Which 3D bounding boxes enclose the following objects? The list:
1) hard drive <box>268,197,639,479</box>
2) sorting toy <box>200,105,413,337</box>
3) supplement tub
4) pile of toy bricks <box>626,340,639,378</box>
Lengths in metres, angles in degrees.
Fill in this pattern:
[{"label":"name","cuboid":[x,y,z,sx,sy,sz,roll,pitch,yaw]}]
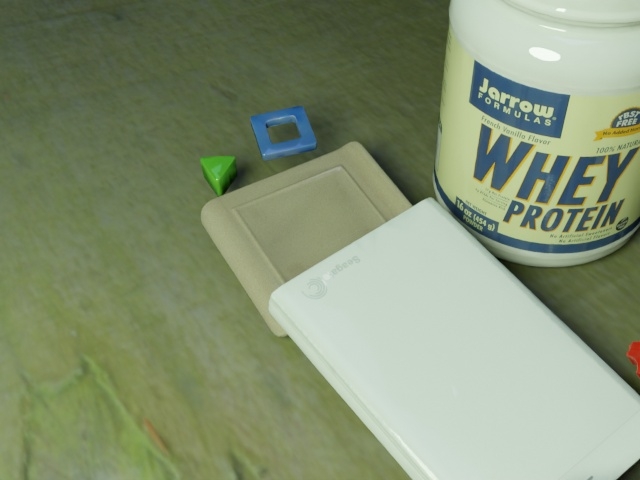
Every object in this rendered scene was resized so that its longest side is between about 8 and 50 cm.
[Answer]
[{"label":"hard drive","cuboid":[0.126,0.113,0.807,0.203,0.040,0.307,-31,63,-25]},{"label":"sorting toy","cuboid":[0.000,0.000,0.945,0.196,0.047,0.347,-26,58,-17]},{"label":"supplement tub","cuboid":[0.239,-0.158,0.906,0.235,0.325,0.235,-1,46,1]},{"label":"pile of toy bricks","cuboid":[0.357,0.066,0.858,0.105,0.118,0.212,5,56,46]}]
